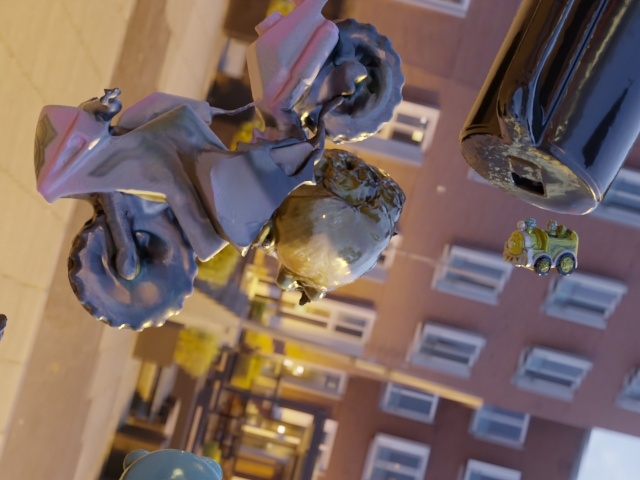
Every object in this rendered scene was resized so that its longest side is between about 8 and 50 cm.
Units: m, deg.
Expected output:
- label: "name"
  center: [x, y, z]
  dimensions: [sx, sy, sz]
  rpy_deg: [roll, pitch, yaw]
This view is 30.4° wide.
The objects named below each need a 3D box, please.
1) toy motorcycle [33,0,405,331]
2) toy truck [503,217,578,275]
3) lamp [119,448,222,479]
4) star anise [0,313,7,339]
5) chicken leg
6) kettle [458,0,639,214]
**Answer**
- label: "toy motorcycle"
  center: [-0.090, -0.087, 0.928]
  dimensions: [0.327, 0.188, 0.143]
  rpy_deg: [-42, -169, -10]
- label: "toy truck"
  center: [0.316, 0.007, 1.694]
  dimensions: [0.076, 0.111, 0.077]
  rpy_deg: [24, -71, 59]
- label: "lamp"
  center: [-0.276, 0.505, 2.152]
  dimensions: [0.284, 0.209, 0.147]
  rpy_deg: [-100, -162, -60]
- label: "star anise"
  center: [-0.361, 0.054, 1.030]
  dimensions: [0.109, 0.236, 0.223]
  rpy_deg: [-28, 166, -43]
- label: "chicken leg"
  center: [0.000, 0.000, 1.493]
  dimensions: [0.201, 0.153, 0.429]
  rpy_deg: [-42, 173, -14]
- label: "kettle"
  center: [0.304, -0.206, 1.311]
  dimensions: [0.308, 0.203, 0.262]
  rpy_deg: [-61, -177, -14]
